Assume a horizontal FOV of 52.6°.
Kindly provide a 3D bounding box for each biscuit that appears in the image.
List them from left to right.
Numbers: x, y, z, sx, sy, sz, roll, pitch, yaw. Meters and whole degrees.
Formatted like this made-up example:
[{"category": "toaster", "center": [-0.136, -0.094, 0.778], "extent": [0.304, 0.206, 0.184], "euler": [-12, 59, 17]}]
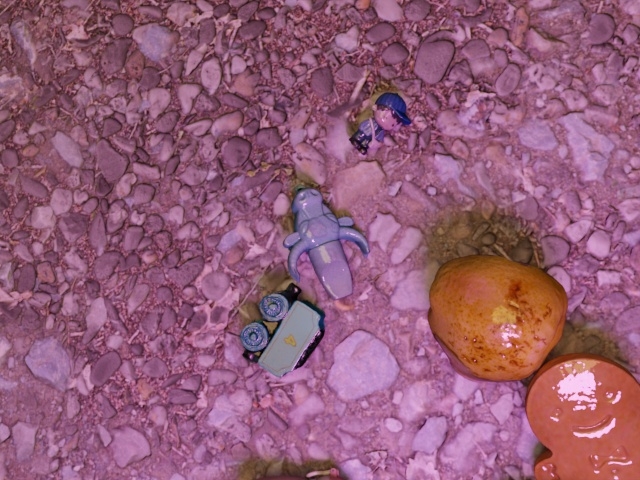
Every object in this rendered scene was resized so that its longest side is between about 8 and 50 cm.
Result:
[{"category": "biscuit", "center": [0.522, 0.376, 1.202], "extent": [0.275, 0.052, 0.354], "euler": [-21, 98, 18]}]

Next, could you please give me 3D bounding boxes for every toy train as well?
[{"category": "toy train", "center": [-0.079, 0.197, 1.413], "extent": [0.154, 0.107, 0.197], "euler": [34, 91, 8]}]

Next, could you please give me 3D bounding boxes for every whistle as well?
[{"category": "whistle", "center": [0.000, 0.000, 1.430], "extent": [0.186, 0.093, 0.273], "euler": [-19, 79, -17]}]

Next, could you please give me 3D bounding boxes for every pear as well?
[{"category": "pear", "center": [0.333, 0.137, 1.245], "extent": [0.271, 0.271, 0.271], "euler": [-2, 81, 13]}]

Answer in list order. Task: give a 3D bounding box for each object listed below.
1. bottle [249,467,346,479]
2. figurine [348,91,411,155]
[{"category": "bottle", "center": [-0.033, 0.552, 1.329], "extent": [0.237, 0.147, 0.147], "euler": [-10, 79, 4]}, {"category": "figurine", "center": [0.133, -0.260, 1.452], "extent": [0.149, 0.086, 0.087], "euler": [-44, 34, 15]}]
